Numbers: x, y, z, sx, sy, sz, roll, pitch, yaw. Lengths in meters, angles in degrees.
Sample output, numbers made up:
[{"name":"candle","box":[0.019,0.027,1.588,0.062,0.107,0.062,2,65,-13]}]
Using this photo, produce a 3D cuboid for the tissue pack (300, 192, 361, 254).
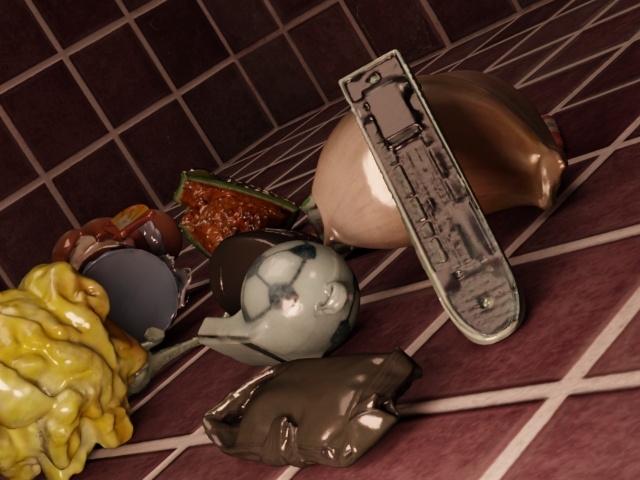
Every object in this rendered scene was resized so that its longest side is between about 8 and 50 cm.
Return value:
[{"name":"tissue pack","box":[0.149,-0.103,1.896,0.311,0.128,0.228,-20,16,46]}]

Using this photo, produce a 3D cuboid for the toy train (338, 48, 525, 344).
[{"name":"toy train","box":[0.133,-0.040,1.358,0.086,0.088,0.407,-28,54,9]}]

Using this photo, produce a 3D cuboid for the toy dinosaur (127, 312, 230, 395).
[{"name":"toy dinosaur","box":[-0.255,0.177,1.894,0.383,0.076,0.129,-27,-11,-19]}]

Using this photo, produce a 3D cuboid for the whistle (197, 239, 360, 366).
[{"name":"whistle","box":[-0.042,0.079,1.547,0.163,0.163,0.290,-37,13,-25]}]

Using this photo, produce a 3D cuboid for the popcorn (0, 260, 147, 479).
[{"name":"popcorn","box":[-0.394,0.200,1.672,0.312,0.312,0.312,-30,11,6]}]

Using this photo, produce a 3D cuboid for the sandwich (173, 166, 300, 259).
[{"name":"sandwich","box":[-0.162,-0.012,2.324,0.301,0.250,0.162,-111,36,-70]}]

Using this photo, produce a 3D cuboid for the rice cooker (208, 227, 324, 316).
[{"name":"rice cooker","box":[-0.065,0.050,1.743,0.203,0.142,0.118,4,11,35]}]

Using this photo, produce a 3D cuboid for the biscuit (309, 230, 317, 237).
[{"name":"biscuit","box":[0.000,0.000,2.119,0.234,0.030,0.153,-23,12,37]}]

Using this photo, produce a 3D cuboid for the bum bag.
[{"name":"bum bag","box":[-0.007,0.174,1.240,0.142,0.079,0.326,-47,20,-30]}]

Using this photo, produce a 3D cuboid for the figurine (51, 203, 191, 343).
[{"name":"figurine","box":[-0.367,0.067,2.242,0.276,0.248,0.388,-59,25,-1]}]

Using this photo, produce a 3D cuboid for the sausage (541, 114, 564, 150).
[{"name":"sausage","box":[0.355,-0.164,1.861,0.029,0.029,0.223,-29,11,14]}]

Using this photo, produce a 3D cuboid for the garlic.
[{"name":"garlic","box":[0.138,-0.102,1.622,0.340,0.246,0.231,-30,10,14]}]
